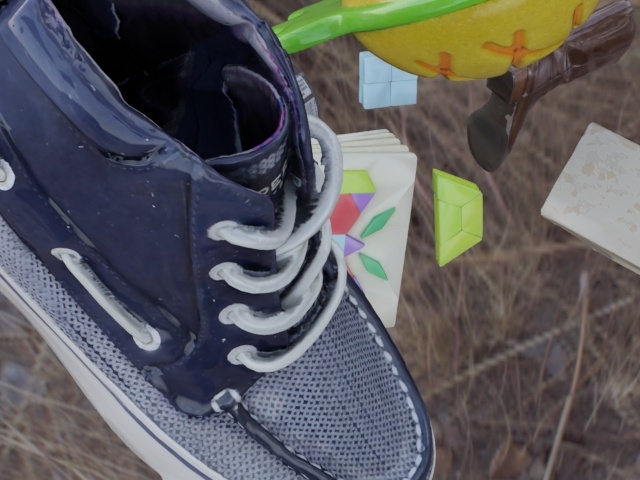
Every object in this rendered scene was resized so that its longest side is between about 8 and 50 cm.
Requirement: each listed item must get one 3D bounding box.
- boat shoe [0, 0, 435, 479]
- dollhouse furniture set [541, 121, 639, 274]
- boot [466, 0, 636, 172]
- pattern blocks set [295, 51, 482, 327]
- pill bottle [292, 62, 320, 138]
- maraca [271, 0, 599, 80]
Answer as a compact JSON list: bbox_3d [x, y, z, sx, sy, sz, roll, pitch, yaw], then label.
[{"bbox_3d":[-0.037,0.010,0.663,0.340,0.158,0.127,42,57,-24],"label":"boat shoe"},{"bbox_3d":[0.341,-0.137,1.114,0.362,0.256,0.394,30,93,20],"label":"dollhouse furniture set"},{"bbox_3d":[0.153,-0.101,1.042,0.114,0.106,0.037,-29,65,-27],"label":"boot"},{"bbox_3d":[0.000,0.000,1.347,0.285,0.325,0.026,-15,30,-7],"label":"pattern blocks set"},{"bbox_3d":[-0.074,-0.110,1.531,0.130,0.245,0.130,3,104,11],"label":"pill bottle"},{"bbox_3d":[0.057,-0.124,0.783,0.186,0.127,0.099,-13,103,27],"label":"maraca"}]
